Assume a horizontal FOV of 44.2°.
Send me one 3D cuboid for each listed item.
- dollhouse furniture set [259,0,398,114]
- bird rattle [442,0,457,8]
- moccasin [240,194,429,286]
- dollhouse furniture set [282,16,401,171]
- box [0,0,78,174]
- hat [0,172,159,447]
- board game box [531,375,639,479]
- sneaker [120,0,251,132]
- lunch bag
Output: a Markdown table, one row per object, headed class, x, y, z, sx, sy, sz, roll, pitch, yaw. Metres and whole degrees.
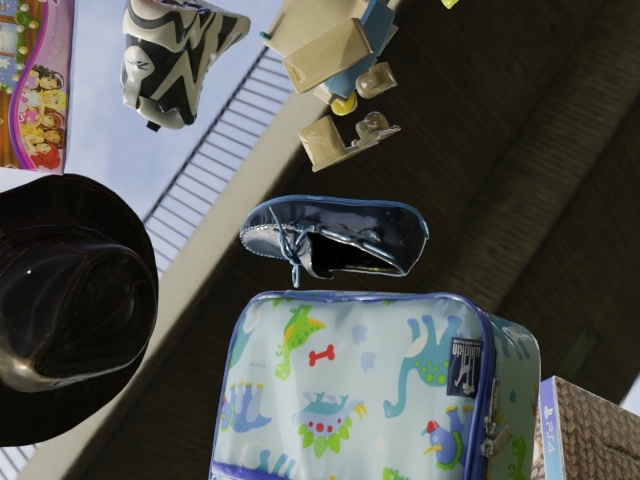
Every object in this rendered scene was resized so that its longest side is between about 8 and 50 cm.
| class | x | y | z | sx | sy | sz | roll | pitch | yaw |
| --- | --- | --- | --- | --- | --- | --- | --- | --- | --- |
| dollhouse furniture set | 0.043 | -0.365 | 1.211 | 0.198 | 0.286 | 0.303 | 16 | -72 | -50 |
| bird rattle | 0.141 | -0.332 | 0.769 | 0.206 | 0.253 | 0.143 | -22 | -68 | 12 |
| moccasin | 0.000 | 0.000 | 1.261 | 0.138 | 0.341 | 0.117 | 49 | -130 | -40 |
| dollhouse furniture set | 0.040 | -0.200 | 1.077 | 0.151 | 0.144 | 0.123 | 64 | -153 | -2 |
| box | -0.302 | -0.202 | 0.641 | 0.200 | 0.057 | 0.293 | 6 | -56 | -13 |
| hat | -0.276 | 0.089 | 0.864 | 0.331 | 0.133 | 0.332 | -13 | -73 | -48 |
| board game box | 0.289 | 0.328 | 1.064 | 0.232 | 0.291 | 0.141 | 27 | -131 | -26 |
| sneaker | -0.165 | -0.206 | 0.930 | 0.235 | 0.094 | 0.153 | -56 | -13 | -71 |
| lunch bag | 0.028 | 0.123 | 0.512 | 0.090 | 0.219 | 0.176 | 22 | -106 | -46 |
